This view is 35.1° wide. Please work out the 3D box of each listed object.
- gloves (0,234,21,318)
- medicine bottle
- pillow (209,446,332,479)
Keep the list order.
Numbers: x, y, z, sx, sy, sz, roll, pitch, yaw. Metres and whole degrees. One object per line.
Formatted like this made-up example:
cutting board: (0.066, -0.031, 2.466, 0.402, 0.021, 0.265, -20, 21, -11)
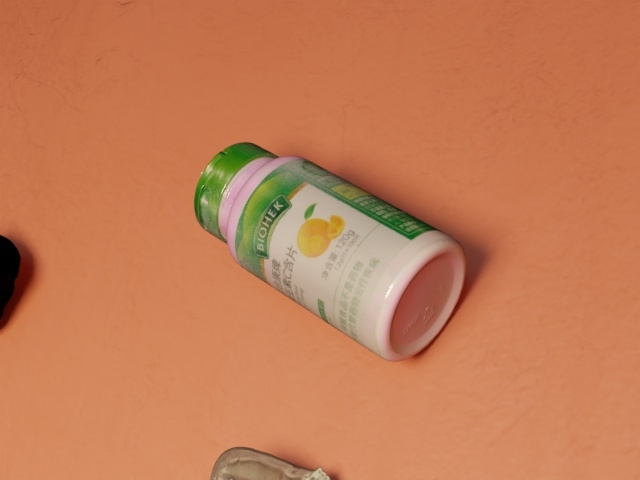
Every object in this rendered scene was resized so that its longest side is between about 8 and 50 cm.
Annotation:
gloves: (-0.420, 0.082, 1.154, 0.180, 0.106, 0.129, -54, 51, 21)
medicine bottle: (0.000, 0.000, 1.002, 0.274, 0.133, 0.133, 31, 76, 34)
pillow: (-0.059, 0.302, 0.880, 0.131, 0.038, 0.232, 20, 68, -11)
